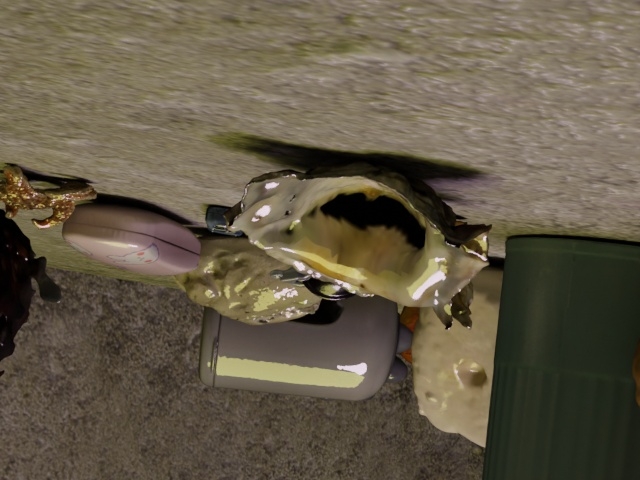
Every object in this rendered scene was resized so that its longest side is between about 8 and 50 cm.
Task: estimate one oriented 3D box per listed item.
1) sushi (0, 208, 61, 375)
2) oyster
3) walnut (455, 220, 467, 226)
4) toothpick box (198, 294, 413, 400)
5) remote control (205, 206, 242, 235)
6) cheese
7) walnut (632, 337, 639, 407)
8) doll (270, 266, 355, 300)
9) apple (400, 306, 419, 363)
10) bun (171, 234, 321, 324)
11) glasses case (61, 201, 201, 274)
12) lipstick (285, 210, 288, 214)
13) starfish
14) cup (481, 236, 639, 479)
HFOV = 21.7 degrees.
[{"bbox_3d":[-0.507,0.057,1.960,0.281,0.299,0.294,35,-177,21],"label":"sushi"},{"bbox_3d":[0.048,-0.008,1.410,0.275,0.100,0.271,22,169,-14],"label":"oyster"},{"bbox_3d":[0.084,-0.004,1.655,0.121,0.052,0.091,10,178,-5],"label":"walnut"},{"bbox_3d":[-0.018,0.141,2.486,0.316,0.229,0.229,7,175,-2],"label":"toothpick box"},{"bbox_3d":[-0.114,-0.020,1.936,0.043,0.027,0.152,4,177,0],"label":"remote control"},{"bbox_3d":[0.225,0.098,2.154,0.174,0.251,0.248,19,144,26],"label":"cheese"},{"bbox_3d":[0.445,0.147,1.533,0.333,0.333,0.333,8,175,1],"label":"walnut"},{"bbox_3d":[0.033,0.042,2.110,0.195,0.070,0.096,-2,163,-10],"label":"doll"},{"bbox_3d":[0.183,0.146,2.758,0.146,0.146,0.146,8,175,1],"label":"apple"},{"bbox_3d":[-0.088,0.056,2.253,0.237,0.116,0.210,5,175,36],"label":"bun"},{"bbox_3d":[-0.228,0.000,2.050,0.113,0.075,0.297,8,175,12],"label":"glasses case"},{"bbox_3d":[0.011,-0.022,1.737,0.027,0.027,0.176,5,172,33],"label":"lipstick"},{"bbox_3d":[-0.316,-0.056,1.822,0.150,0.053,0.209,-5,170,2],"label":"starfish"},{"bbox_3d":[0.307,0.171,1.807,0.257,0.311,0.331,8,175,5],"label":"cup"}]
